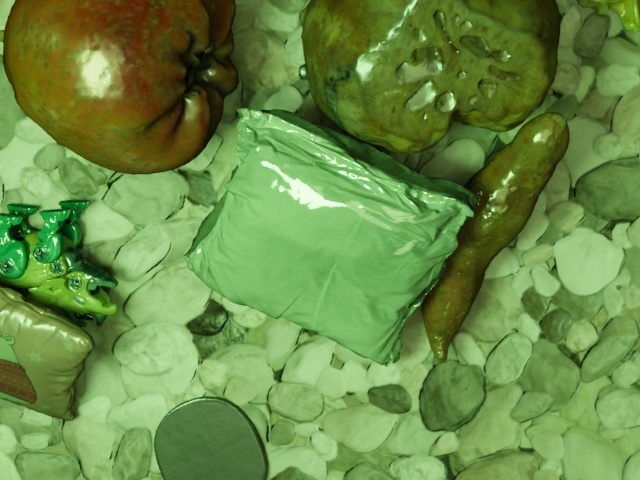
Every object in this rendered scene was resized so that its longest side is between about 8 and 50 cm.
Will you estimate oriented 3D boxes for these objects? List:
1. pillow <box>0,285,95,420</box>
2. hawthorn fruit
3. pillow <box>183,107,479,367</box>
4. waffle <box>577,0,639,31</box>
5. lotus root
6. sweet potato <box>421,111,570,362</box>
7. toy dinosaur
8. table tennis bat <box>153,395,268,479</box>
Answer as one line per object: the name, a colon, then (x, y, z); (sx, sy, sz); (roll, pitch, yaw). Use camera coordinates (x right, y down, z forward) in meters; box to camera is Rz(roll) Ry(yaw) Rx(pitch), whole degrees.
pillow: (-0.396, 0.130, 1.775); (0.236, 0.084, 0.223); (25, 141, 2)
hawthorn fruit: (-0.250, -0.222, 1.655); (0.298, 0.277, 0.277); (9, 103, 19)
pillow: (0.000, 0.000, 1.720); (0.310, 0.138, 0.283); (24, 126, 4)
waffle: (0.380, -0.390, 1.691); (0.250, 0.056, 0.261); (35, 101, -6)
lotus root: (0.130, -0.213, 1.662); (0.316, 0.250, 0.316); (-1, 111, -4)
sweet potato: (0.191, -0.019, 1.737); (0.095, 0.106, 0.354); (0, 126, -41)
toy dinosaur: (-0.376, 0.022, 1.788); (0.259, 0.094, 0.153); (6, 103, 11)
table tennis bat: (-0.127, 0.321, 1.872); (0.138, 0.022, 0.246); (-23, 99, 6)
